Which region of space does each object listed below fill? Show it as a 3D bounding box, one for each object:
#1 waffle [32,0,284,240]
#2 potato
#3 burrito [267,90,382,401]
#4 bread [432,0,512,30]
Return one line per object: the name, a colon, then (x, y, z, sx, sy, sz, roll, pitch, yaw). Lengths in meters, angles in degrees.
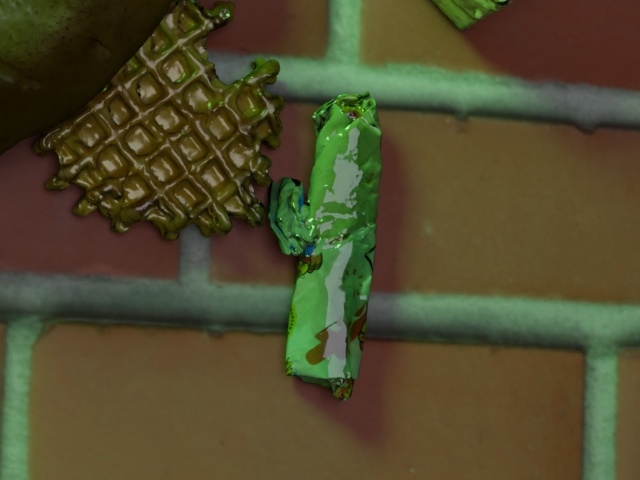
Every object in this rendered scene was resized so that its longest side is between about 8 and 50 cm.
waffle: (-0.143, -0.116, 1.666, 0.232, 0.051, 0.228, 6, 86, -16)
potato: (-0.268, -0.184, 1.535, 0.369, 0.176, 0.195, -32, 85, 6)
burrito: (0.000, 0.000, 1.699, 0.104, 0.054, 0.288, 9, 83, -15)
bread: (0.160, -0.341, 1.737, 0.178, 0.135, 0.240, 44, 75, -9)
